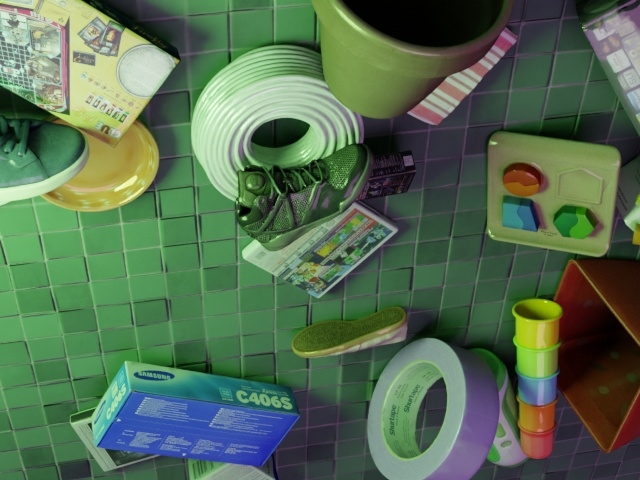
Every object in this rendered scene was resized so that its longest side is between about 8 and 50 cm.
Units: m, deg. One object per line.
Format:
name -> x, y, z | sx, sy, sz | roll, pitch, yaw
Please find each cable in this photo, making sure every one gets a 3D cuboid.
cable -> -0.064, -0.163, 1.668 | 0.257, 0.089, 0.257 | -27, 135, 12

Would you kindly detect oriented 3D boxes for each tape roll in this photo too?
tape roll -> 0.206, 0.325, 2.095 | 0.090, 0.275, 0.275 | 22, 125, -31

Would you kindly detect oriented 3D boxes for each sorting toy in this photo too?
sorting toy -> 0.423, -0.061, 1.840 | 0.307, 0.041, 0.229 | 10, 137, 16

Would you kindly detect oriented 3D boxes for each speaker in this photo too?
speaker -> 0.345, 0.340, 2.254 | 0.131, 0.131, 0.296 | -23, 136, 8

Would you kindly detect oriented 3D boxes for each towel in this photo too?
towel -> 0.178, -0.269, 1.676 | 0.144, 0.029, 0.197 | 25, 123, -31

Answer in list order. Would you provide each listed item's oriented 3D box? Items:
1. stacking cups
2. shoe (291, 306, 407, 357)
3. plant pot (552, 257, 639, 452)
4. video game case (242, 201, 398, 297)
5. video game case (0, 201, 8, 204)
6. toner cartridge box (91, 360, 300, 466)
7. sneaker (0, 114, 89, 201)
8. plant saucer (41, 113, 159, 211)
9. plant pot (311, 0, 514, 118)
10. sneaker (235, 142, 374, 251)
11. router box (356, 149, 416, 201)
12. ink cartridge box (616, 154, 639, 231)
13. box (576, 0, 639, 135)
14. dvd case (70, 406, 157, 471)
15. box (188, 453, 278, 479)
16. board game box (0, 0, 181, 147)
stacking cups -> 0.408, 0.271, 2.153 | 0.096, 0.096, 0.316 | -6, 115, -10
shoe -> 0.056, 0.181, 2.053 | 0.219, 0.076, 0.058 | -14, 131, -4
plant pot -> 0.595, 0.192, 2.100 | 0.235, 0.267, 0.267 | -11, 137, -22
video game case -> 0.000, 0.000, 1.898 | 0.183, 0.023, 0.201 | 30, 119, -36
video game case -> -0.598, -0.124, 1.609 | 0.204, 0.025, 0.285 | -20, 135, 5
toner cartridge box -> -0.229, 0.325, 2.079 | 0.347, 0.075, 0.165 | 14, 126, -31
sneaker -> -0.487, -0.146, 1.492 | 0.350, 0.131, 0.148 | -1, 136, -7
plant saucer -> -0.340, -0.126, 1.668 | 0.200, 0.037, 0.200 | -7, 136, -7
plant pot -> 0.101, -0.286, 1.507 | 0.263, 0.263, 0.229 | -2, 152, -13
sneaker -> -0.034, -0.078, 1.634 | 0.227, 0.087, 0.130 | -32, 139, 23
router box -> 0.096, -0.101, 1.772 | 0.092, 0.038, 0.122 | -11, 167, -6
ink cartridge box -> 0.658, -0.099, 1.911 | 0.273, 0.115, 0.198 | -37, 132, 22
box -> 0.608, -0.254, 1.667 | 0.318, 0.097, 0.395 | -25, 118, 21
dvd case -> -0.335, 0.357, 2.157 | 0.238, 0.030, 0.179 | -16, 136, 2
box -> -0.176, 0.466, 2.277 | 0.126, 0.072, 0.137 | -33, 133, 17
board game box -> -0.336, -0.249, 1.513 | 0.243, 0.042, 0.165 | 30, 112, -31
